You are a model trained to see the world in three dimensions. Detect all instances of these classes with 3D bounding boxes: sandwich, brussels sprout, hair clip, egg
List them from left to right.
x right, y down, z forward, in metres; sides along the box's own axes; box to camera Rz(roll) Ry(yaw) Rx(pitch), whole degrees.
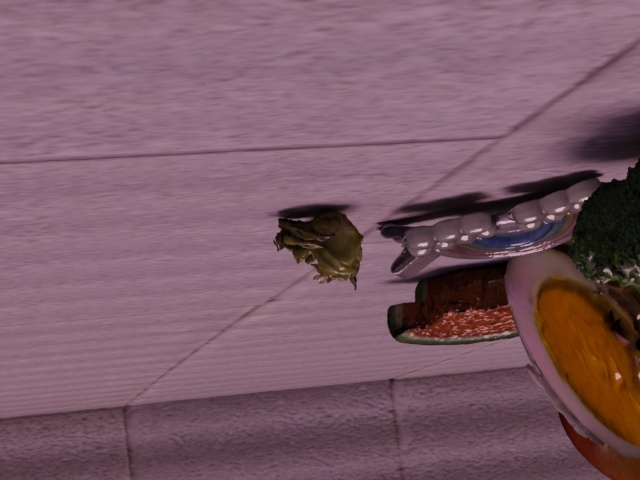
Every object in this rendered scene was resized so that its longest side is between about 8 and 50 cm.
[{"bbox_3d":[0.000,0.000,1.184,0.085,0.058,0.085,16,-166,-4],"label":"brussels sprout"},{"bbox_3d":[0.196,0.069,1.673,0.235,0.079,0.159,-12,159,8],"label":"sandwich"},{"bbox_3d":[0.160,-0.014,1.244,0.220,0.054,0.140,-14,162,21],"label":"hair clip"},{"bbox_3d":[0.334,0.083,1.455,0.174,0.264,0.286,-35,141,-17],"label":"egg"}]

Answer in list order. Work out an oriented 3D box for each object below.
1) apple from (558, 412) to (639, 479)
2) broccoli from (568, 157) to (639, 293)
[{"bbox_3d":[0.454,0.181,1.746,0.319,0.277,0.319,1,-155,-1],"label":"apple"},{"bbox_3d":[0.324,0.015,1.031,0.269,0.241,0.261,20,-153,30],"label":"broccoli"}]
